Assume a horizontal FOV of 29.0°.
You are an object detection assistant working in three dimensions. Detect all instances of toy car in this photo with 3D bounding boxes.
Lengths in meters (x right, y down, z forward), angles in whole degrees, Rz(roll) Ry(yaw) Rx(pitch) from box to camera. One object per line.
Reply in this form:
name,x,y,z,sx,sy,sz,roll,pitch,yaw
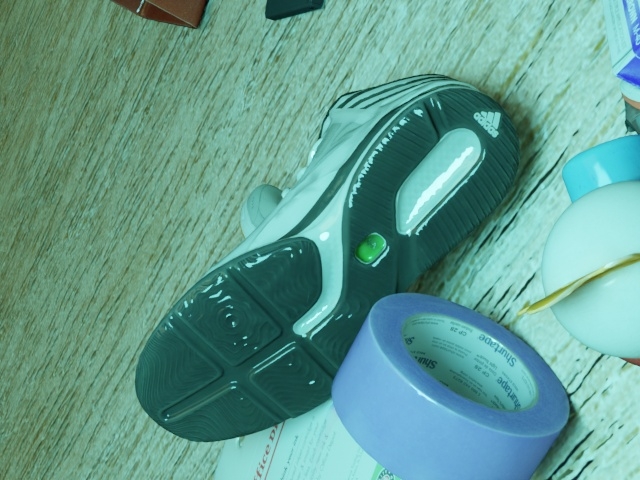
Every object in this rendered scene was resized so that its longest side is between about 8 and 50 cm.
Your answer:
toy car,0.209,0.023,0.818,0.210,0.238,0.219,-35,69,51

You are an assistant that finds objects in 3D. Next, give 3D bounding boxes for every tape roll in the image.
tape roll,0.110,0.132,1.057,0.080,0.189,0.189,-65,32,25

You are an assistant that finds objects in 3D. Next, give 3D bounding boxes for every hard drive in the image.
hard drive,-0.029,-0.346,1.636,0.135,0.022,0.094,5,84,60

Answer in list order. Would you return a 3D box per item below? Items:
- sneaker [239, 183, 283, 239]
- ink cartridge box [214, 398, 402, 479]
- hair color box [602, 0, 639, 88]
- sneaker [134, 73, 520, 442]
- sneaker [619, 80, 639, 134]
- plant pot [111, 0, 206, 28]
sneaker,0.000,0.000,1.411,0.121,0.099,0.262,-57,43,21
ink cartridge box,0.030,0.241,1.230,0.353,0.119,0.207,35,110,58
hair color box,0.335,-0.261,0.849,0.339,0.110,0.185,-47,28,41
sneaker,0.002,0.006,1.252,0.447,0.169,0.257,-42,14,9
sneaker,0.292,-0.078,0.966,0.158,0.061,0.065,-124,25,-52
plant pot,-0.298,-0.507,1.950,0.267,0.267,0.236,27,92,60
